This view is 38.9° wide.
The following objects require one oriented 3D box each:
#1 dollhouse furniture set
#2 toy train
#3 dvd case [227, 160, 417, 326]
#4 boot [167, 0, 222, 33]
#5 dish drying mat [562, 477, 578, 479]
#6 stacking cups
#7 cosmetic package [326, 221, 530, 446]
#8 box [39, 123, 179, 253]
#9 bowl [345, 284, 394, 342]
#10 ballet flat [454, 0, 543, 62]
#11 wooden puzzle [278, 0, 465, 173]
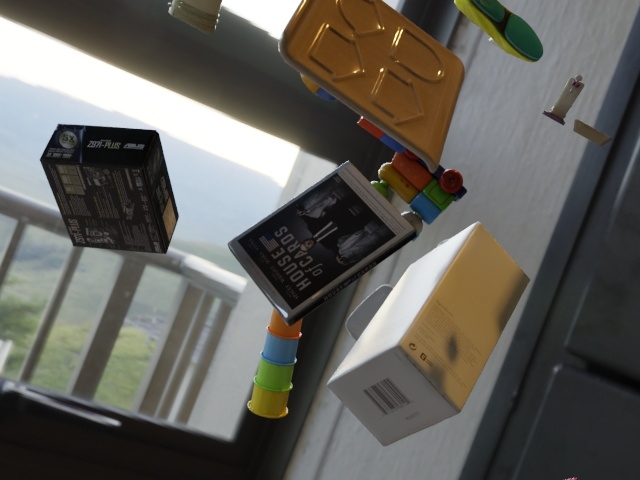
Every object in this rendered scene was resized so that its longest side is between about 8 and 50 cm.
[{"bbox_3d":[0.432,-0.209,1.456,0.114,0.081,0.091,33,14,17],"label":"dollhouse furniture set"},{"bbox_3d":[0.129,-0.125,1.631,0.248,0.143,0.105,43,-3,4],"label":"toy train"},{"bbox_3d":[0.000,0.000,1.390,0.179,0.239,0.029,49,-12,32],"label":"dvd case"},{"bbox_3d":[-0.278,-0.572,1.881,0.262,0.203,0.095,41,34,24],"label":"boot"},{"bbox_3d":[0.435,0.458,1.662,0.083,0.032,0.008,-23,-41,34],"label":"dish drying mat"},{"bbox_3d":[-0.092,0.235,2.016,0.096,0.316,0.096,10,15,-3],"label":"stacking cups"},{"bbox_3d":[0.191,0.150,1.541,0.155,0.365,0.197,48,-45,-5],"label":"cosmetic package"},{"bbox_3d":[-0.293,-0.071,1.282,0.147,0.077,0.180,4,-41,8],"label":"box"},{"bbox_3d":[0.141,0.181,1.928,0.142,0.142,0.053,46,2,36],"label":"bowl"},{"bbox_3d":[0.370,-0.452,1.898,0.231,0.077,0.077,36,-23,-24],"label":"ballet flat"},{"bbox_3d":[0.092,-0.304,1.588,0.348,0.322,0.080,37,-47,-15],"label":"wooden puzzle"}]
